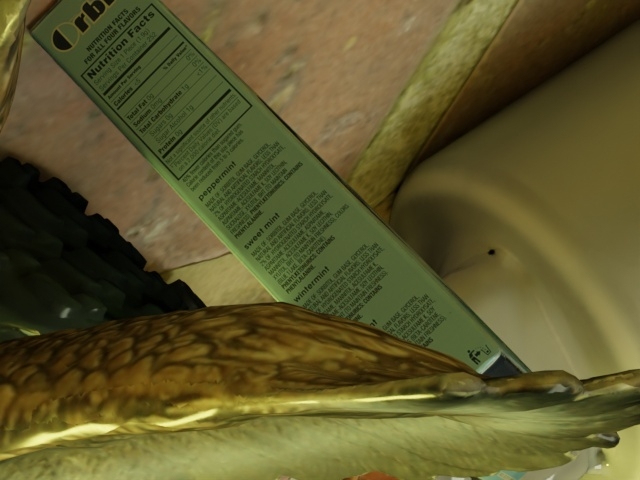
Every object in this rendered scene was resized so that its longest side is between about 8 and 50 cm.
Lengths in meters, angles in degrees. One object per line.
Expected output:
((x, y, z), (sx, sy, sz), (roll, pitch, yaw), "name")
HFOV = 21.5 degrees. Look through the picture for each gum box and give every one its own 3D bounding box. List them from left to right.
((0.000, 0.000, 0.574), (0.041, 0.184, 0.157), (-44, 160, 3), "gum box")

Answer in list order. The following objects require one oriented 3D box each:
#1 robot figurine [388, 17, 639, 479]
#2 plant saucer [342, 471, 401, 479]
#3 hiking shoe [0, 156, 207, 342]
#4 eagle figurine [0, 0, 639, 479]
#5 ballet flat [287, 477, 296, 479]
((0.177, -0.004, 0.863), (0.353, 0.199, 0.300), (-33, -164, -22), "robot figurine")
((0.086, 0.093, 1.118), (0.200, 0.037, 0.200), (-37, 159, -17), "plant saucer")
((-0.096, 0.070, 0.638), (0.132, 0.113, 0.304), (-43, 159, -2), "hiking shoe")
((-0.099, 0.027, 0.392), (0.298, 0.225, 0.226), (-38, 149, 7), "eagle figurine")
((-0.053, 0.132, 0.921), (0.168, 0.052, 0.057), (-37, 160, -15), "ballet flat")
